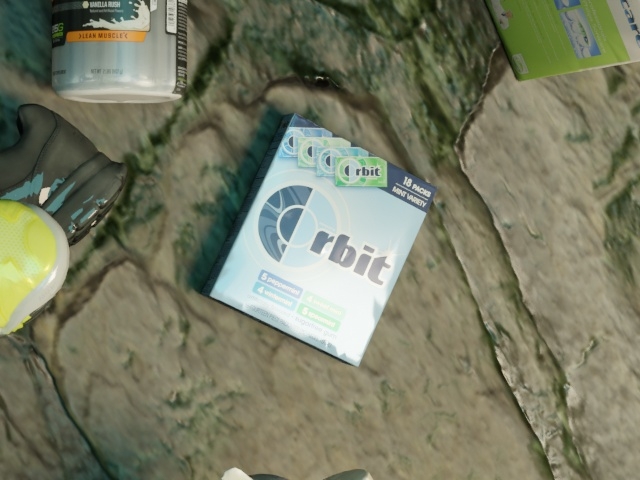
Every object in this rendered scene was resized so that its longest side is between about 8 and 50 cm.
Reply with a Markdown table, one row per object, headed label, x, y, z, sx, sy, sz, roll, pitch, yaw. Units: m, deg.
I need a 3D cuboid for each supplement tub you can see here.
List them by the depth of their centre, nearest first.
| label | x | y | z | sx | sy | sz | roll | pitch | yaw |
| --- | --- | --- | --- | --- | --- | --- | --- | --- | --- |
| supplement tub | -0.172 | -0.216 | 1.347 | 0.117 | 0.117 | 0.190 | -1 | 90 | -18 |

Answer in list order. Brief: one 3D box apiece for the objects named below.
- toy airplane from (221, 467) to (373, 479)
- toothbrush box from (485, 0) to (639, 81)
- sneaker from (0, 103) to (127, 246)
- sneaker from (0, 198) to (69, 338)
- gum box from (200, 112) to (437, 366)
| label | x | y | z | sx | sy | sz | roll | pitch | yaw |
| --- | --- | --- | --- | --- | --- | --- | --- | --- | --- |
| toy airplane | -0.170 | 0.308 | 1.221 | 0.386 | 0.384 | 0.272 | -63 | 140 | -50 |
| toothbrush box | 0.300 | -0.244 | 1.414 | 0.206 | 0.283 | 0.122 | -26 | 98 | -17 |
| sneaker | -0.300 | 0.002 | 1.326 | 0.130 | 0.109 | 0.286 | 46 | 70 | -3 |
| sneaker | -0.385 | -0.002 | 1.193 | 0.385 | 0.147 | 0.145 | 6 | 70 | -6 |
| gum box | 0.000 | 0.000 | 1.444 | 0.157 | 0.041 | 0.184 | 26 | 83 | -16 |
